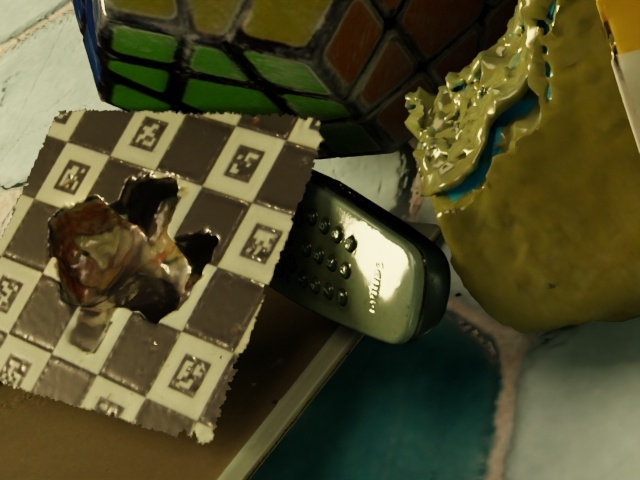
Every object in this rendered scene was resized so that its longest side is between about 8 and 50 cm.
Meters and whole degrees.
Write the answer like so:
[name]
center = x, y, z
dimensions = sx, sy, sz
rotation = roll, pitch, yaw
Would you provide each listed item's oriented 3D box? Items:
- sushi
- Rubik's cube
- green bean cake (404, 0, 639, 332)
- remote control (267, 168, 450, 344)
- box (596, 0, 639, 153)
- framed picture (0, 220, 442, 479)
[sushi]
center = -0.098, 0.016, 0.941
dimensions = 0.210, 0.040, 0.193
rotation = 8, 68, 36
[Rubik's cube]
center = -0.018, -0.198, 0.984
dimensions = 0.264, 0.319, 0.319
rotation = -9, 42, -14
[green bean cake]
center = 0.160, -0.136, 0.826
dimensions = 0.285, 0.310, 0.202
rotation = -14, 21, 20
[remote control]
center = 0.000, 0.000, 0.919
dimensions = 0.222, 0.042, 0.072
rotation = 30, 114, 55
[box]
center = 0.218, -0.013, 0.730
dimensions = 0.129, 0.247, 0.033
rotation = -13, 17, 23
[framed picture]
center = -0.091, 0.074, 0.948
dimensions = 0.232, 0.019, 0.296
rotation = 6, 40, 36
